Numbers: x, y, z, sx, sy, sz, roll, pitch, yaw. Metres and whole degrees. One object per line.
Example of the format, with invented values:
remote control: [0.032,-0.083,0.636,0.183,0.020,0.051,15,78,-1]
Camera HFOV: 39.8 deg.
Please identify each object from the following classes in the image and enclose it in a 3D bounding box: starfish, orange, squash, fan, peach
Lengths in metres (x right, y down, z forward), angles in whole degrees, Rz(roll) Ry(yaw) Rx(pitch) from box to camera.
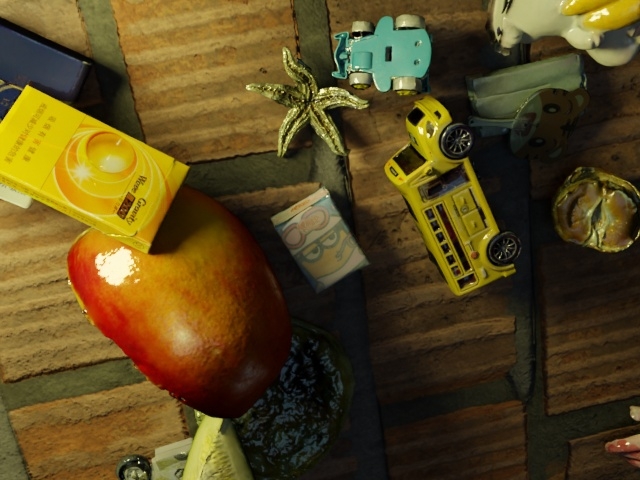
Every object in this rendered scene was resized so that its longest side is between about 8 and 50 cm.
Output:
starfish: [-0.028,-0.208,1.460,0.208,0.053,0.176,34,112,-13]
orange: [0.497,-0.055,1.595,0.160,0.112,0.170,-26,91,12]
squash: [-0.214,0.387,1.548,0.169,0.093,0.252,-19,122,-7]
fan: [0.351,-0.201,1.518,0.226,0.008,0.153,1,126,-22]
peach: [-0.199,0.091,1.418,0.242,0.306,0.380,-35,109,12]

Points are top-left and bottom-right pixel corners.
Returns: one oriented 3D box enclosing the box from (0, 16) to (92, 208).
box: [-0.476,-0.197,1.363,0.168,0.071,0.259,22,106,-18]

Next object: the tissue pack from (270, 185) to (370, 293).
tissue pack: [0.000,0.000,1.542,0.115,0.065,0.155,-30,113,0]

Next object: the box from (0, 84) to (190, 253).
box: [-0.341,-0.105,1.290,0.269,0.043,0.152,26,60,-8]

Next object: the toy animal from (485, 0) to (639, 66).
toy animal: [0.429,-0.376,1.392,0.309,0.247,0.183,4,113,-6]

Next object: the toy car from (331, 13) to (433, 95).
toy car: [0.107,-0.293,1.444,0.161,0.098,0.126,0,85,18]

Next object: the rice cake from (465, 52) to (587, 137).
rice cake: [0.361,-0.253,1.526,0.211,0.038,0.124,-18,117,-5]

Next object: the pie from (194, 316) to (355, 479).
pie: [-0.080,0.285,1.615,0.323,0.070,0.323,-3,100,-14]

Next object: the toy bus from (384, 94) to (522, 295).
toy bus: [0.216,-0.075,1.511,0.151,0.145,0.331,-28,115,2]

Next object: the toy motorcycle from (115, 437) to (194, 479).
toy motorcycle: [-0.265,0.450,1.665,0.224,0.073,0.152,-10,116,-8]

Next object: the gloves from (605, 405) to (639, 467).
gloves: [0.715,0.419,1.827,0.241,0.126,0.145,-10,118,-16]
